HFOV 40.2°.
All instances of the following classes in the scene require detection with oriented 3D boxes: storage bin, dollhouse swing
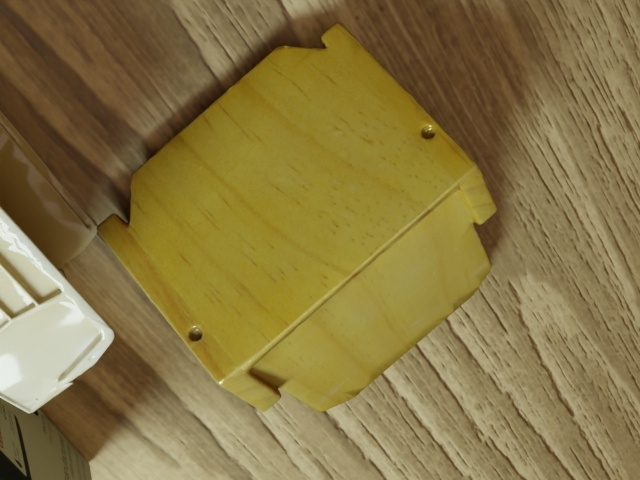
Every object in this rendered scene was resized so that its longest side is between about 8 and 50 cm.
[{"bbox_3d":[-0.316,-0.011,0.819,0.123,0.262,0.260,-36,118,-1],"label":"storage bin"},{"bbox_3d":[0.000,0.000,1.046,0.347,0.305,0.315,-41,77,1],"label":"dollhouse swing"}]

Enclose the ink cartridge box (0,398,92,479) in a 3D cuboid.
[{"bbox_3d":[-0.396,0.220,0.871,0.166,0.285,0.395,-34,118,-5],"label":"ink cartridge box"}]
